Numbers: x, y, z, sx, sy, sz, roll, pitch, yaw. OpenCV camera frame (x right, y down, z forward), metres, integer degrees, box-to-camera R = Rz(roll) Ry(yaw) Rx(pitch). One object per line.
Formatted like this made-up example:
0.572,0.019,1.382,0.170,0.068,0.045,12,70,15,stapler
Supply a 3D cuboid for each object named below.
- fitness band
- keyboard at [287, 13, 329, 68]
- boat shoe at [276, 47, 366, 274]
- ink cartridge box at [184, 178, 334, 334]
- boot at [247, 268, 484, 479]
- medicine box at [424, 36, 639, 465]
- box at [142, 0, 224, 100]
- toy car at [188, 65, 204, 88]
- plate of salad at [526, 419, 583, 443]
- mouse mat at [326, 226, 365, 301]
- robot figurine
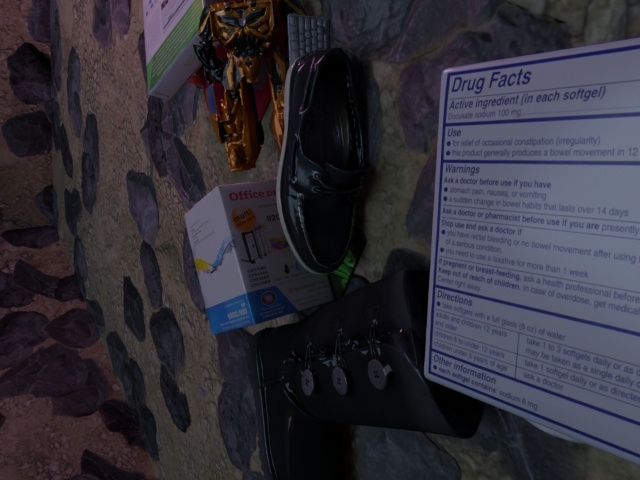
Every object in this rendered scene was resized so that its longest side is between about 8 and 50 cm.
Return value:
-0.155,-0.355,0.927,0.209,0.054,0.291,60,137,28,fitness band
-0.015,-0.222,0.759,0.014,0.072,0.256,12,108,54,keyboard
0.014,-0.115,0.704,0.113,0.127,0.340,2,90,61,boat shoe
-0.115,0.027,0.851,0.168,0.171,0.233,-24,80,52,ink cartridge box
0.063,0.269,0.731,0.445,0.146,0.367,-29,77,46,boot
0.237,0.002,0.374,0.263,0.149,0.289,11,103,47,medicine box
-0.287,-0.485,0.975,0.232,0.058,0.322,-27,63,40,box
-0.351,-0.439,1.147,0.225,0.053,0.239,-24,79,51,toy car
0.254,0.126,0.519,0.199,0.048,0.200,16,111,49,plate of salad
0.000,0.000,0.844,0.190,0.007,0.153,46,131,34,mouse mat
-0.103,-0.267,0.788,0.211,0.085,0.291,-6,105,10,robot figurine
